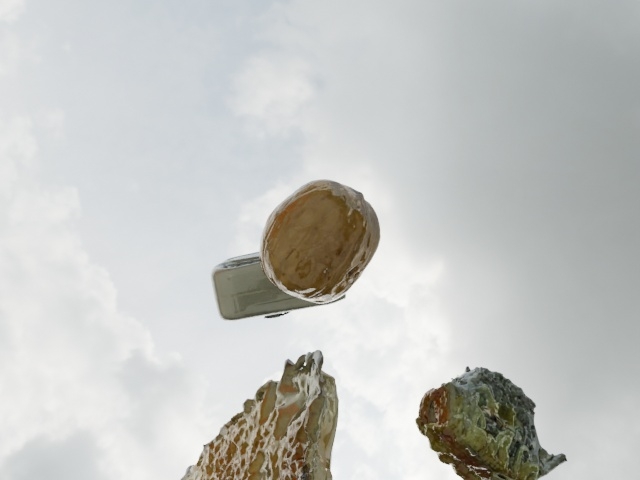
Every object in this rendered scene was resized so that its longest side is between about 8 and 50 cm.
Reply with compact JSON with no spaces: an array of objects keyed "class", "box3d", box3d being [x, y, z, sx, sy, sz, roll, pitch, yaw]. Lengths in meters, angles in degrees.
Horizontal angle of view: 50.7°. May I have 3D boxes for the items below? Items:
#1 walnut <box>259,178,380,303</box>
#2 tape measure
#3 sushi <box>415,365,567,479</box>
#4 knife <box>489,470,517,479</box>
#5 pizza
[{"class":"walnut","box3d":[0.000,0.000,1.183,0.195,0.195,0.221,44,-82,10]},{"class":"tape measure","box3d":[-0.089,0.085,1.407,0.258,0.265,0.130,-12,-85,-2]},{"class":"sushi","box3d":[0.315,0.363,1.271,0.274,0.184,0.139,44,-39,-10]},{"class":"knife","box3d":[0.444,0.470,1.118,0.343,0.061,0.027,20,-73,11]},{"class":"pizza","box3d":[-0.091,0.345,0.636,0.392,0.080,0.435,-31,-135,55]}]
